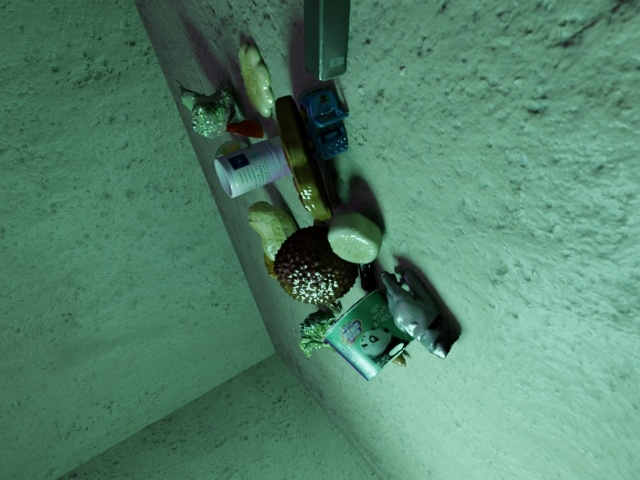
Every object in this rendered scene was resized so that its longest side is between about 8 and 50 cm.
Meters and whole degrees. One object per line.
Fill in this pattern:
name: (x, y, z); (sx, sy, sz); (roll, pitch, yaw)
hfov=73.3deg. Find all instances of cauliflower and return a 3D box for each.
cauliflower: (-0.490, -0.559, 1.808); (0.315, 0.239, 0.256); (30, 152, -9)

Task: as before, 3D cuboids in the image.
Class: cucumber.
cucumber: (0.146, 0.091, 1.362); (0.053, 0.053, 0.181); (36, 144, 51)

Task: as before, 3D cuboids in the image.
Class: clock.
clock: (-0.306, -0.450, 1.738); (0.155, 0.113, 0.061); (25, 107, 58)

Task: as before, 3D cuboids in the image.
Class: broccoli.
broccoli: (0.015, 0.445, 1.889); (0.275, 0.198, 0.177); (56, 158, 21)

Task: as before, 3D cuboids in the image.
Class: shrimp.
shrimp: (0.041, 0.217, 1.772); (0.169, 0.058, 0.296); (49, 160, 17)

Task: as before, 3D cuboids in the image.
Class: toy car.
toy car: (0.017, -0.301, 1.128); (0.100, 0.097, 0.191); (29, 141, 52)

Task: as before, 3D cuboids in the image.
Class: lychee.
lychee: (-0.013, 0.085, 1.415); (0.304, 0.275, 0.276); (11, 125, 54)

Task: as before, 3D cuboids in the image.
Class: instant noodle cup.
instant noodle cup: (0.157, 0.302, 1.338); (0.190, 0.251, 0.251); (47, 156, 18)

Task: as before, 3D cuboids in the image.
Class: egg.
egg: (-0.371, -0.329, 1.931); (0.183, 0.183, 0.217); (45, 160, 41)

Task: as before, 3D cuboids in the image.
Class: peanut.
peanut: (-0.174, -0.025, 1.845); (0.174, 0.158, 0.340); (-26, 86, 32)

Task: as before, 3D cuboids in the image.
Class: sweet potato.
sweet potato: (0.231, 0.371, 1.481); (0.202, 0.055, 0.058); (43, 115, 49)

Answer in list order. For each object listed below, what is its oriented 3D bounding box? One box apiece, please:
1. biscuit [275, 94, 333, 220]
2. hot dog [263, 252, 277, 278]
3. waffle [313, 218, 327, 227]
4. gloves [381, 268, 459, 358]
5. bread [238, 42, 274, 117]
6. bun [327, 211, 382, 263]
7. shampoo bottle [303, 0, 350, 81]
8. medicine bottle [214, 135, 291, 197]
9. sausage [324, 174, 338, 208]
biscuit: (-0.046, -0.220, 1.237); (0.359, 0.074, 0.381); (-91, -15, -60)
hot dog: (-0.179, 0.107, 2.050); (0.256, 0.150, 0.153); (167, 87, -69)
waffle: (-0.003, 0.002, 1.612); (0.149, 0.051, 0.194); (51, 157, 26)
gloves: (0.255, 0.183, 1.148); (0.285, 0.119, 0.142); (53, 126, 36)
bread: (-0.222, -0.549, 1.500); (0.182, 0.039, 0.251); (45, 152, 42)
bun: (0.100, -0.018, 1.241); (0.166, 0.113, 0.173); (40, 149, -24)
shampoo bottle: (0.012, -0.483, 0.945); (0.079, 0.080, 0.246); (50, 155, 31)
medicine bottle: (-0.236, -0.269, 1.556); (0.152, 0.254, 0.152); (50, 156, 32)
sausage: (0.036, -0.153, 1.366); (0.026, 0.026, 0.116); (33, 144, 55)
